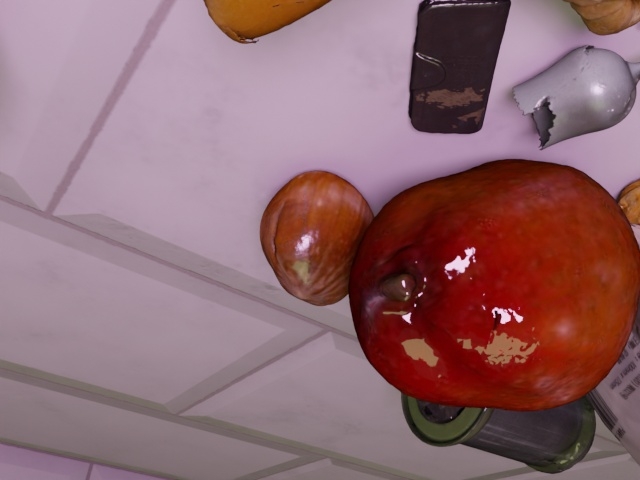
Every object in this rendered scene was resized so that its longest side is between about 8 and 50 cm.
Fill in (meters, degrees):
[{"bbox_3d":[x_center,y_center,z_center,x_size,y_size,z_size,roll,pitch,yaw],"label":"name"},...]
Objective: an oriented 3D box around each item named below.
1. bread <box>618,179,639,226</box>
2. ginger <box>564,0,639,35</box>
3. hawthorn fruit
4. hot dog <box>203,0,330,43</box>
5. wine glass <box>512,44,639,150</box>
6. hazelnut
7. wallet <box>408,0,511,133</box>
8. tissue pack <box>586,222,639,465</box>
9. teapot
[{"bbox_3d":[0.404,-0.038,0.673,0.110,0.044,0.083,18,144,-21],"label":"bread"},{"bbox_3d":[0.234,-0.238,0.363,0.157,0.102,0.216,18,131,-25],"label":"ginger"},{"bbox_3d":[0.174,0.054,0.619,0.311,0.295,0.295,-16,148,-18],"label":"hawthorn fruit"},{"bbox_3d":[0.063,-0.244,0.336,0.348,0.158,0.117,-23,150,27],"label":"hot dog"},{"bbox_3d":[0.275,-0.150,0.502,0.195,0.079,0.079,-23,136,31],"label":"wine glass"},{"bbox_3d":[0.000,0.000,0.684,0.150,0.150,0.150,3,144,2],"label":"hazelnut"},{"bbox_3d":[0.128,-0.164,0.550,0.082,0.018,0.157,2,145,4],"label":"wallet"},{"bbox_3d":[0.459,0.193,0.687,0.195,0.390,0.375,-32,146,6],"label":"tissue pack"},{"bbox_3d":[0.347,0.276,1.005,0.336,0.200,0.270,25,121,-29],"label":"teapot"}]
